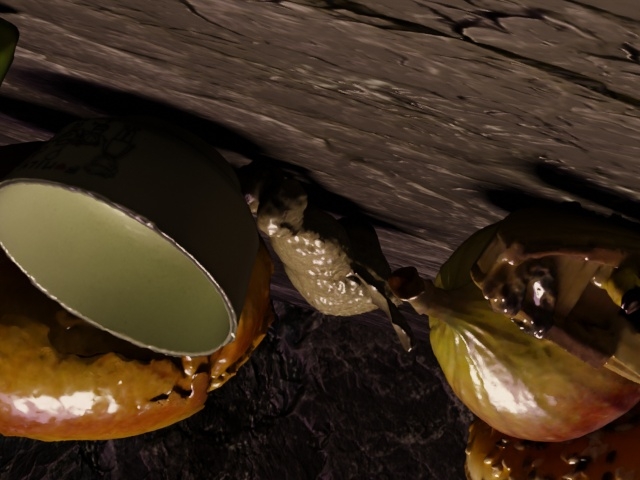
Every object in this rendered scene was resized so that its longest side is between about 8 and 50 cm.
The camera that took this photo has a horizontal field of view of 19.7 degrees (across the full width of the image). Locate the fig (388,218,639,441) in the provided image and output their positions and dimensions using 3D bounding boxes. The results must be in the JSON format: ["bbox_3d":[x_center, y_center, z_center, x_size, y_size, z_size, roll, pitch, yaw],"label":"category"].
[{"bbox_3d":[0.127,0.035,1.204,0.160,0.143,0.231,23,160,45],"label":"fig"}]

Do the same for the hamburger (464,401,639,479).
[{"bbox_3d":[0.250,0.156,1.343,0.300,0.176,0.300,-16,-155,7],"label":"hamburger"}]

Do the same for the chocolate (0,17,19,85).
[{"bbox_3d":[-0.371,-0.049,1.067,0.301,0.288,0.137,19,-174,-25],"label":"chocolate"}]

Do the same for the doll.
[{"bbox_3d":[-0.014,-0.007,1.545,0.203,0.091,0.286,24,172,45],"label":"doll"}]

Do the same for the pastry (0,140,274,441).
[{"bbox_3d":[-0.209,0.033,1.588,0.356,0.164,0.356,1,-144,-1],"label":"pastry"}]

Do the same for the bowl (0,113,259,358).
[{"bbox_3d":[-0.134,-0.018,1.372,0.211,0.112,0.211,22,152,12],"label":"bowl"}]

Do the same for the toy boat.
[{"bbox_3d":[0.229,0.061,1.116,0.321,0.089,0.121,21,-155,-26],"label":"toy boat"}]
